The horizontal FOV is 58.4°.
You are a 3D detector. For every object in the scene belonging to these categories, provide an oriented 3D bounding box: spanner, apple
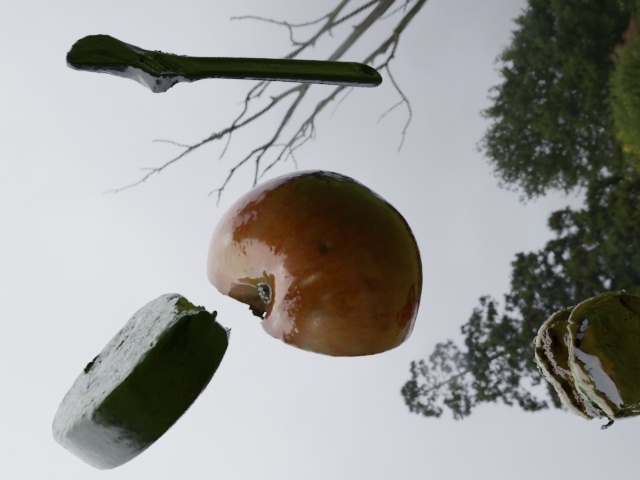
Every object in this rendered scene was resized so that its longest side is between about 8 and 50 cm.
[{"bbox_3d":[-0.044,-0.105,0.347,0.208,0.012,0.046,-10,-132,-35],"label":"spanner"},{"bbox_3d":[0.000,0.000,0.737,0.292,0.163,0.251,25,-156,29],"label":"apple"}]

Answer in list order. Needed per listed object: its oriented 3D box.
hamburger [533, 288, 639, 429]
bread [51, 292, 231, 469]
[{"bbox_3d":[0.438,0.171,0.851,0.206,0.130,0.183,-18,-110,-14],"label":"hamburger"},{"bbox_3d":[-0.324,0.229,1.057,0.129,0.381,0.366,47,-156,-18],"label":"bread"}]
